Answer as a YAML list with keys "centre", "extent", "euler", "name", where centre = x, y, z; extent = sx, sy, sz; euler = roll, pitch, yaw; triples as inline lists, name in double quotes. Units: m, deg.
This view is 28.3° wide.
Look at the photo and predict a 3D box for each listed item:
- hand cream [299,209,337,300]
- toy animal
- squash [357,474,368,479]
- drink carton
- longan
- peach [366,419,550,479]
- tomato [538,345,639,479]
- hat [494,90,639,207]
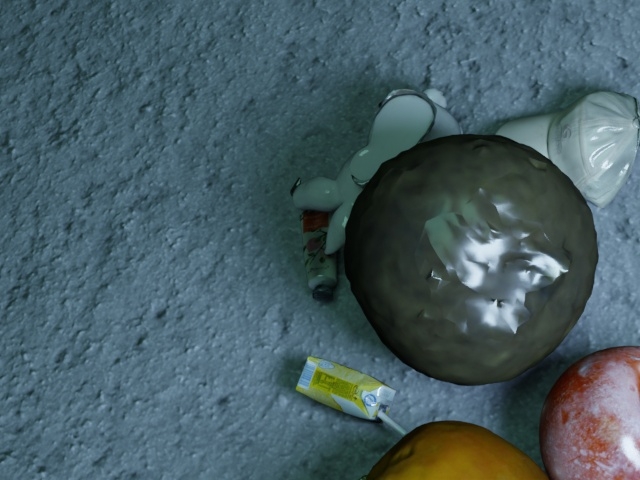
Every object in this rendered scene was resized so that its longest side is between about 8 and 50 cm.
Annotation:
- centre: [0.000, 0.000, 2.250]
  extent: [0.080, 0.050, 0.234]
  euler: [-16, 53, 17]
  name: "hand cream"
- centre: [0.106, -0.127, 2.206]
  extent: [0.325, 0.154, 0.208]
  euler: [-31, 54, 0]
  name: "toy animal"
- centre: [0.035, 0.442, 1.987]
  extent: [0.200, 0.075, 0.090]
  euler: [-56, 38, 10]
  name: "squash"
- centre: [0.064, 0.253, 2.069]
  extent: [0.200, 0.084, 0.074]
  euler: [18, 81, 26]
  name: "drink carton"
- centre: [0.228, 0.029, 1.947]
  extent: [0.391, 0.391, 0.391]
  euler: [-9, 61, 16]
  name: "longan"
- centre: [0.181, 0.435, 1.794]
  extent: [0.301, 0.343, 0.343]
  euler: [43, 83, 3]
  name: "peach"
- centre: [0.437, 0.289, 1.816]
  extent: [0.227, 0.270, 0.270]
  euler: [-52, 44, 44]
  name: "tomato"
- centre: [0.409, -0.175, 2.134]
  extent: [0.226, 0.164, 0.219]
  euler: [6, 63, 0]
  name: "hat"
